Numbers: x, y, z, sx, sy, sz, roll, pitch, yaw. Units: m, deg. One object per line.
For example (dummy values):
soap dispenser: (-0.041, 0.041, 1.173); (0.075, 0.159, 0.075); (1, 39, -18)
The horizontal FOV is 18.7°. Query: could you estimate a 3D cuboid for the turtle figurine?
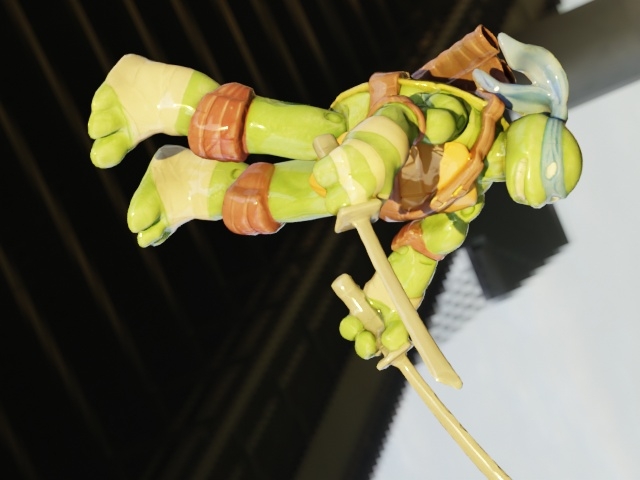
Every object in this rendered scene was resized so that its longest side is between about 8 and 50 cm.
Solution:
turtle figurine: (0.000, 0.000, 1.096); (0.198, 0.266, 0.275); (5, -85, -69)
